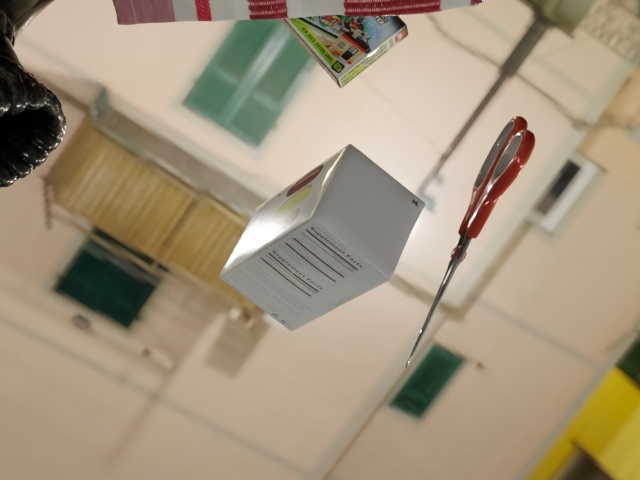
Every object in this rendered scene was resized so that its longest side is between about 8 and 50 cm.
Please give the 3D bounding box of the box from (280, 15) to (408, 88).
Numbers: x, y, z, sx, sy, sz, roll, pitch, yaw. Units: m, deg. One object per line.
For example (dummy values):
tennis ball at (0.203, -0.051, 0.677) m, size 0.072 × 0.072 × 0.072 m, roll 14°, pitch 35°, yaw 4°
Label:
box at (0.004, -0.306, 1.782) m, size 0.207 × 0.114 × 0.036 m, roll 50°, pitch 176°, yaw 17°

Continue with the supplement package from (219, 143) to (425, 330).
supplement package at (0.000, 0.000, 1.836) m, size 0.134 × 0.244 × 0.139 m, roll 37°, pitch -126°, yaw -16°

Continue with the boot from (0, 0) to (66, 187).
boot at (-0.293, -0.190, 1.275) m, size 0.260 × 0.348 × 0.131 m, roll 39°, pitch 168°, yaw 45°

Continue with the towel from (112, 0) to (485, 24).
towel at (-0.035, -0.292, 1.110) m, size 0.329 × 0.237 × 0.037 m, roll 1°, pitch -150°, yaw 18°

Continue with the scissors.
scissors at (0.158, -0.001, 1.524) m, size 0.021 × 0.297 × 0.109 m, roll 26°, pitch -175°, yaw -12°
